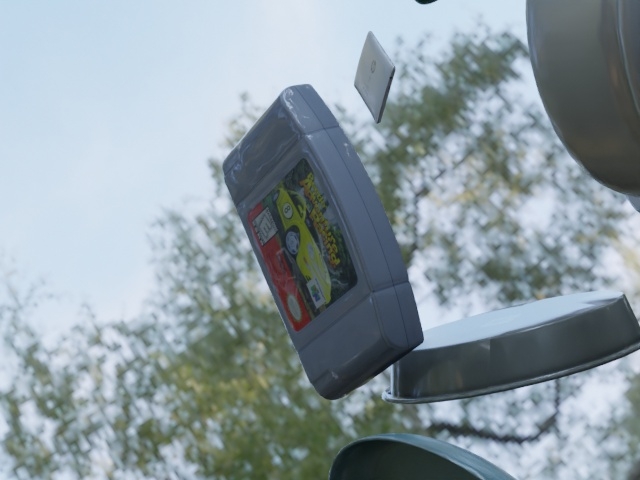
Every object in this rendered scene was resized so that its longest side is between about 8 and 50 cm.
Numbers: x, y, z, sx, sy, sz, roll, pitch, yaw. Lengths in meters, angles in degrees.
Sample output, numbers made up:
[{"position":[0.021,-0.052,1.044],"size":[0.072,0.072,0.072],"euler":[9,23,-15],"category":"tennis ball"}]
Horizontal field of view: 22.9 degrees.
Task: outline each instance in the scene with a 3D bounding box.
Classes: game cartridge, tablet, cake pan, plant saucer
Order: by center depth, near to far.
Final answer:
[{"position":[0.045,-0.141,1.355],"size":[0.006,0.083,0.054],"euler":[6,-62,-19],"category":"tablet"},{"position":[0.140,0.285,1.369],"size":[0.043,0.317,0.318],"euler":[-40,-36,-30],"category":"plant saucer"},{"position":[0.000,0.000,1.614],"size":[0.060,0.294,0.196],"euler":[-14,-16,-35],"category":"game cartridge"},{"position":[0.201,0.109,1.665],"size":[0.293,0.293,0.054],"euler":[-15,-88,-26],"category":"cake pan"}]

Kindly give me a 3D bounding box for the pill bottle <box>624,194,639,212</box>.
[{"position":[0.307,-0.079,1.199],"size":[0.160,0.087,0.087],"euler":[-16,-44,-9],"category":"pill bottle"}]

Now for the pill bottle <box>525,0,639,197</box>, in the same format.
[{"position":[0.271,-0.101,0.632],"size":[0.204,0.361,0.204],"euler":[-2,-87,-42],"category":"pill bottle"}]

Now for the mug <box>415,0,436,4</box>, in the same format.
[{"position":[0.095,-0.313,1.586],"size":[0.097,0.129,0.158],"euler":[24,-95,-56],"category":"mug"}]
